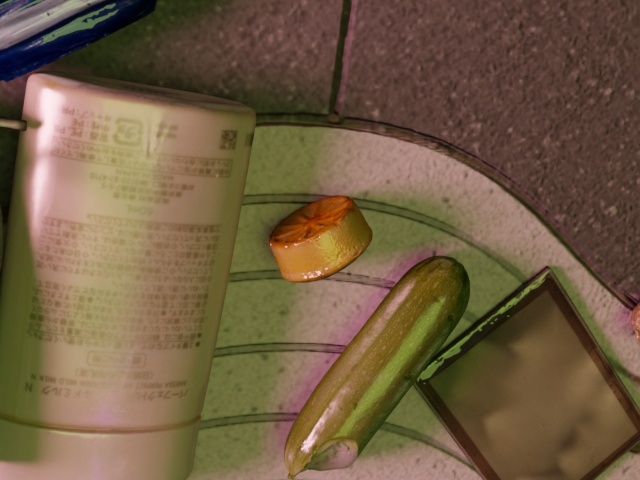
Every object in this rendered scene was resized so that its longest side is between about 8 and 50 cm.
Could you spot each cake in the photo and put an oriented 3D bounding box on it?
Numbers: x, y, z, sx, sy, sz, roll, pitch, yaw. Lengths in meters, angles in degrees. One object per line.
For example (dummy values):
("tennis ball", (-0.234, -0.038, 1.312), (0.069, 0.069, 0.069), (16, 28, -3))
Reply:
("cake", (0.000, 0.000, 0.791), (0.084, 0.084, 0.044), (-32, 110, -7))

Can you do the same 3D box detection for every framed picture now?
("framed picture", (0.209, 0.159, 0.942), (0.173, 0.010, 0.231), (-37, 113, -4))

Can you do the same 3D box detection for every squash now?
("squash", (0.048, 0.113, 0.846), (0.069, 0.069, 0.239), (37, 92, -23))

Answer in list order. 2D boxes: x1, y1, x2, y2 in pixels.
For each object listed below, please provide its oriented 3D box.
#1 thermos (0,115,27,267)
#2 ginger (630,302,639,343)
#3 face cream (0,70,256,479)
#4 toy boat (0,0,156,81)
("thermos", (-0.285, 0.037, 0.669), (0.146, 0.176, 0.265), (-3, 108, -54))
("ginger", (0.416, 0.143, 0.971), (0.294, 0.086, 0.131), (34, 102, -15))
("face cream", (-0.159, 0.054, 0.755), (0.173, 0.081, 0.348), (5, 104, -22))
("toy boat", (-0.205, -0.255, 0.660), (0.210, 0.070, 0.292), (-4, 105, -18))
